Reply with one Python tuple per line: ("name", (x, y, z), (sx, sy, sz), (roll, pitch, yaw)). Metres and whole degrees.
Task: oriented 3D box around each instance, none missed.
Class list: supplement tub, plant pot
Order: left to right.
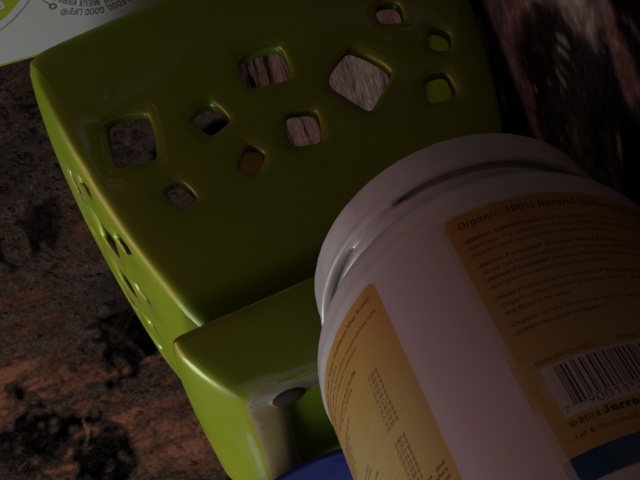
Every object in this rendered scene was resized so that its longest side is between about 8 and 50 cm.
("plant pot", (0.000, 0.000, 0.734), (0.228, 0.227, 0.207), (82, 164, -63))
("supplement tub", (0.081, 0.067, 0.471), (0.199, 0.144, 0.144), (-113, 7, -49))

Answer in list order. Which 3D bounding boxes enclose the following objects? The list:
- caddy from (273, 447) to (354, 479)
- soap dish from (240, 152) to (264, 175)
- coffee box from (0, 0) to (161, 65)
("caddy", (0.068, 0.249, 0.650), (0.341, 0.241, 0.179), (64, -177, -5))
("soap dish", (0.030, 0.085, 0.968), (0.291, 0.118, 0.229), (54, -166, -59))
("coffee box", (-0.167, -0.327, 0.702), (0.334, 0.338, 0.337), (78, 173, -51))
